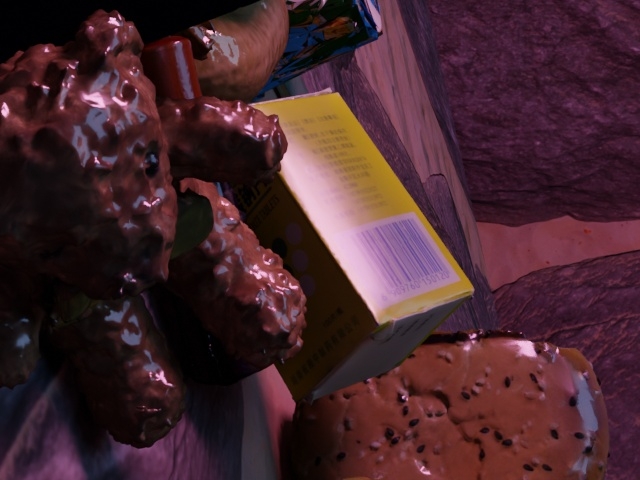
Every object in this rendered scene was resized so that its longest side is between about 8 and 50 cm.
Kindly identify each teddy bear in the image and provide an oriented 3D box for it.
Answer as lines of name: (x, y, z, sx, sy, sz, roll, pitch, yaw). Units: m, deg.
teddy bear: (-0.115, 0.009, 0.752, 0.296, 0.246, 0.222, 57, -6, -21)

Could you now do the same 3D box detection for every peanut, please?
peanut: (-0.106, -0.200, 1.201, 0.137, 0.122, 0.253, 62, 23, -26)

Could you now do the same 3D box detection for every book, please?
book: (-0.039, -0.204, 1.627, 0.103, 0.017, 0.135, -94, 161, -46)

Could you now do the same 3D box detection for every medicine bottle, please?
medicine bottle: (0.000, 0.000, 1.101, 0.141, 0.137, 0.250, -15, 65, -41)

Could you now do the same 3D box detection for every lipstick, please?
lipstick: (-0.105, -0.023, 1.032, 0.081, 0.081, 0.300, -48, 128, -72)

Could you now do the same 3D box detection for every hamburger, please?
hamburger: (0.137, 0.245, 1.233, 0.195, 0.317, 0.277, 59, 25, -68)

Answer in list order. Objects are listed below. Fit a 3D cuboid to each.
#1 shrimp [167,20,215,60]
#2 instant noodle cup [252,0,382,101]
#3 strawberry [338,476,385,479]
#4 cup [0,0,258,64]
shrimp: (-0.181, -0.269, 1.009, 0.287, 0.063, 0.152, 54, 8, -10)
instant noodle cup: (-0.036, -0.299, 1.431, 0.240, 0.178, 0.240, -16, 90, -76)
strawberry: (0.048, 0.362, 0.971, 0.292, 0.292, 0.344, 37, 58, -66)
cup: (-0.160, -0.240, 0.784, 0.178, 0.256, 0.255, 27, 47, -69)
